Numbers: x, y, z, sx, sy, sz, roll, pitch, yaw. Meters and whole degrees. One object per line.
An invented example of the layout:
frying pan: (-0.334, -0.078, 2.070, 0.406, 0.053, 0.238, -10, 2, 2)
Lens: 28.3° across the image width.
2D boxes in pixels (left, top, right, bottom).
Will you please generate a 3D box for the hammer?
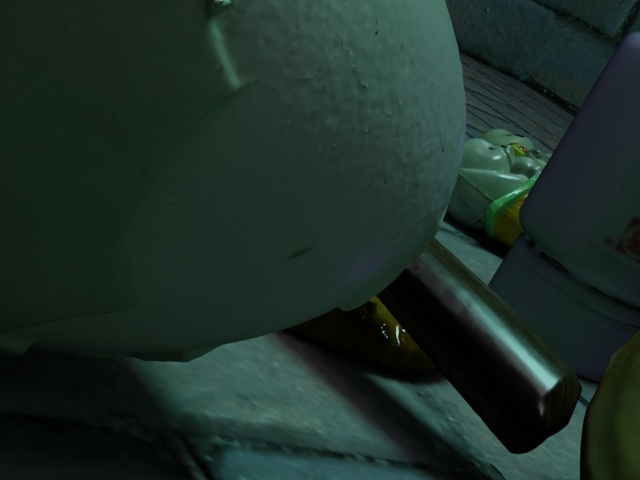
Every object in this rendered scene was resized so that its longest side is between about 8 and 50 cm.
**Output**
hammer: (0.014, -0.032, 0.766, 0.242, 0.095, 0.409, 1, 36, -49)

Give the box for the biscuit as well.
biscuit: (0.000, 0.000, 0.846, 0.254, 0.035, 0.254, 27, 21, -11)

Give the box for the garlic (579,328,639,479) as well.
garlic: (0.205, 0.112, 0.605, 0.151, 0.196, 0.338, 15, 15, 9)

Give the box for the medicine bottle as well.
medicine bottle: (0.245, -0.025, 1.013, 0.152, 0.254, 0.152, 27, 15, -8)

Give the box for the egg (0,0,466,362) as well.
egg: (-0.097, -0.090, 0.508, 0.336, 0.278, 0.278, 22, 14, -1)

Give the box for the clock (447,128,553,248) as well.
clock: (0.196, -0.055, 1.333, 0.144, 0.103, 0.231, 40, 17, 9)
